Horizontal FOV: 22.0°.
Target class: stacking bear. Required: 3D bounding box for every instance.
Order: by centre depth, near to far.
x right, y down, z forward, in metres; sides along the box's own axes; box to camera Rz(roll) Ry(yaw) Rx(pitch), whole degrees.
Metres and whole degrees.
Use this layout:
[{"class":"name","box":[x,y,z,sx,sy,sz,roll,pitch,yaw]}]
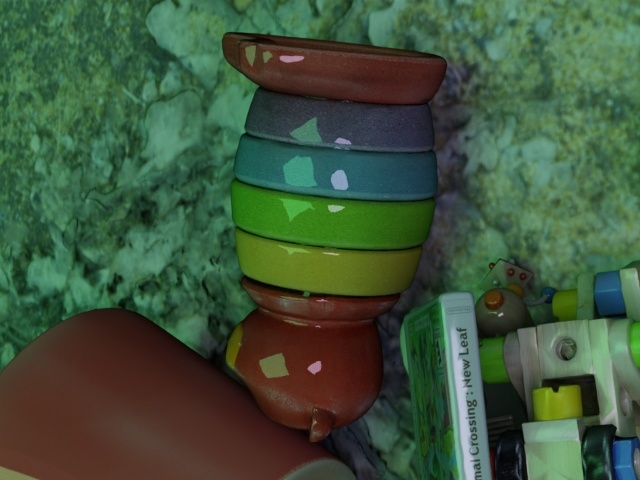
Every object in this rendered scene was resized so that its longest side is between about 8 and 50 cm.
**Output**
[{"class":"stacking bear","box":[0.000,0.000,1.222,0.175,0.164,0.289,-130,45,-77]}]

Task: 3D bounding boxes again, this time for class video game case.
[{"class":"video game case","box":[0.079,0.135,1.012,0.212,0.023,0.193,118,147,-83]}]

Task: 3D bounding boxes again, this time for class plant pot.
[{"class":"plant pot","box":[-0.118,0.217,1.292,0.243,0.275,0.275,20,105,32]}]

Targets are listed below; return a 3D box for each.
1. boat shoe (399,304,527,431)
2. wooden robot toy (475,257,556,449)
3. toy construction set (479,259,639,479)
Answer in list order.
[{"class":"boat shoe","box":[0.109,0.153,1.179,0.227,0.079,0.081,62,140,30]},{"class":"wooden robot toy","box":[0.114,0.066,1.125,0.076,0.079,0.173,2,56,17]},{"class":"toy construction set","box":[0.192,0.174,1.023,0.151,0.215,0.328,-24,78,23]}]
